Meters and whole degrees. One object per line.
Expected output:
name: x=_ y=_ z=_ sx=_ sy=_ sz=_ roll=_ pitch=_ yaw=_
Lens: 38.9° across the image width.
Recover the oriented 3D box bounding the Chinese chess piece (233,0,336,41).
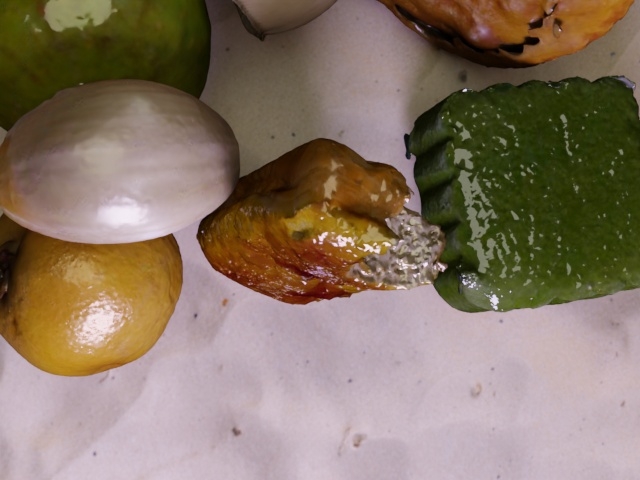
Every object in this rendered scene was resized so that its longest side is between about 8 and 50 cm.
Chinese chess piece: x=-0.101 y=-0.368 z=0.921 sx=0.140 sy=0.338 sz=0.338 roll=-36 pitch=91 yaw=3

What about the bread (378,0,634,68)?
bread: x=0.187 y=-0.358 z=0.966 sx=0.204 sy=0.358 sz=0.337 roll=-47 pitch=117 yaw=-28

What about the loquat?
loquat: x=-0.246 y=0.037 z=0.934 sx=0.208 sy=0.208 sz=0.208 roll=1 pitch=85 yaw=-8

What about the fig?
fig: x=-0.251 y=-0.248 z=0.940 sx=0.258 sy=0.258 sz=0.326 roll=-13 pitch=64 yaw=-9

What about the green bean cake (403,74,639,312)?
green bean cake: x=0.240 y=-0.050 z=1.031 sx=0.247 sy=0.156 sz=0.250 roll=-8 pitch=86 yaw=-10

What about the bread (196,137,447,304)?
bread: x=0.000 y=0.000 z=0.878 sx=0.185 sy=0.380 sz=0.109 roll=28 pitch=77 yaw=-15

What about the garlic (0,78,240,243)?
garlic: x=-0.174 y=-0.073 z=0.846 sx=0.245 sy=0.164 sz=0.145 roll=-9 pitch=93 yaw=-31
